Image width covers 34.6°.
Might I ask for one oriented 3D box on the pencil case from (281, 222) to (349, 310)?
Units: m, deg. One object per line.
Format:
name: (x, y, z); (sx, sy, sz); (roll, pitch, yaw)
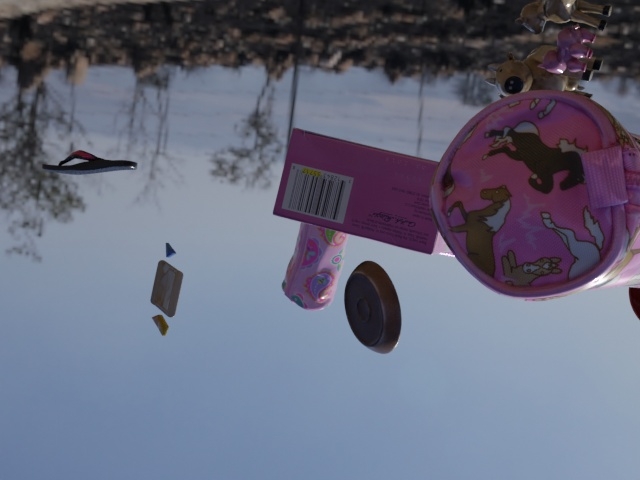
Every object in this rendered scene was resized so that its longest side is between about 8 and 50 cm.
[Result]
pencil case: (0.000, 0.000, 2.086); (0.124, 0.284, 0.124); (11, -150, -6)

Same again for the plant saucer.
plant saucer: (0.086, 0.120, 1.811); (0.029, 0.168, 0.168); (-11, -168, -29)

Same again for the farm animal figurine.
farm animal figurine: (0.392, -0.308, 1.809); (0.172, 0.330, 0.327); (20, -171, 18)

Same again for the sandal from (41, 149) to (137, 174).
sandal: (-0.415, -0.143, 1.852); (0.179, 0.040, 0.067); (-3, 178, 13)

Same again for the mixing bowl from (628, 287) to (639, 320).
mixing bowl: (0.582, 0.094, 1.601); (0.181, 0.181, 0.098); (11, 154, 35)

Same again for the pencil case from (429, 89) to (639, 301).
pencil case: (0.252, -0.026, 0.861); (0.386, 0.167, 0.160); (3, -137, -51)

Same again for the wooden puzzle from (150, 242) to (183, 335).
wooden puzzle: (-0.215, 0.069, 1.449); (0.014, 0.116, 0.078); (7, -164, -34)

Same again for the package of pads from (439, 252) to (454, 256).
package of pads: (0.234, 0.003, 1.853); (0.083, 0.050, 0.032); (9, -156, -43)

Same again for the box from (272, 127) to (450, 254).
box: (0.077, -0.063, 1.387); (0.213, 0.117, 0.243); (15, -175, 12)
